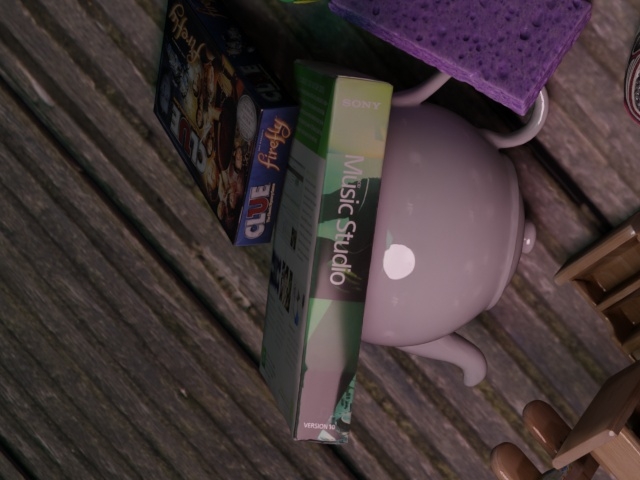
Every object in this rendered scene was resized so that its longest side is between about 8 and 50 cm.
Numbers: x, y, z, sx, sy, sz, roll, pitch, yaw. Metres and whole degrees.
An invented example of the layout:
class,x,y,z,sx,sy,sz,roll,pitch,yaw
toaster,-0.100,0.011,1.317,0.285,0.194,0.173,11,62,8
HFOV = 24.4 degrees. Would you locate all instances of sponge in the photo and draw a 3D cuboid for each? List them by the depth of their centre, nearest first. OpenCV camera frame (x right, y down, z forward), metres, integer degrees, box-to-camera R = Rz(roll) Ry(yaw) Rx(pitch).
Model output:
class,x,y,z,sx,sy,sz,roll,pitch,yaw
sponge,0.124,-0.211,1.339,0.210,0.117,0.031,31,167,16

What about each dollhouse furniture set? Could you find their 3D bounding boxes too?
class,x,y,z,sx,sy,sz,roll,pitch,yaw
dollhouse furniture set,0.268,0.107,1.345,0.161,0.242,0.212,49,132,-1

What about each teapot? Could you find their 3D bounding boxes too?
class,x,y,z,sx,sy,sz,roll,pitch,yaw
teapot,0.116,-0.019,1.413,0.187,0.252,0.256,4,156,-11

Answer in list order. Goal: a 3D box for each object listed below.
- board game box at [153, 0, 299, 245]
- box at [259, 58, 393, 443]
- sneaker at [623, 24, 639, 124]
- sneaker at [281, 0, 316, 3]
class,x,y,z,sx,sy,sz,roll,pitch,yaw
board game box,-0.101,-0.132,1.494,0.243,0.042,0.165,56,144,43
box,0.000,0.000,1.373,0.058,0.232,0.322,4,100,-11
sneaker,0.350,-0.189,1.200,0.121,0.112,0.299,47,133,1
sneaker,0.006,-0.342,1.327,0.109,0.123,0.295,22,126,22
